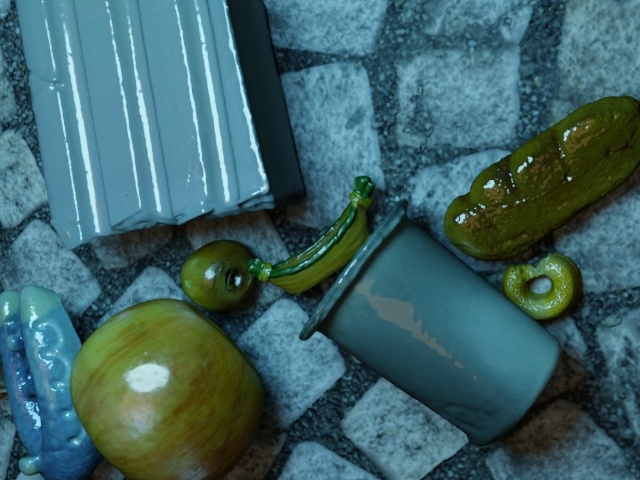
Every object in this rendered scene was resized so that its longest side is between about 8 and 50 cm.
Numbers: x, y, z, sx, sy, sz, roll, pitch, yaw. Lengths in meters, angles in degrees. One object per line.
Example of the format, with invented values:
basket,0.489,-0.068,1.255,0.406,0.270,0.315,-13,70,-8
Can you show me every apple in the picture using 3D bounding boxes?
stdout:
apple,-0.219,0.219,1.182,0.233,0.286,0.286,-39,82,-7
apple,-0.157,0.050,1.231,0.102,0.099,0.114,12,69,50

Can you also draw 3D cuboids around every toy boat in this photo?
toy boat,-0.452,0.236,1.287,0.215,0.123,0.329,-8,99,50
toy boat,0.000,0.000,1.184,0.230,0.089,0.088,-36,104,10

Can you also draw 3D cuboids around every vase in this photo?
vase,0.153,0.120,1.089,0.291,0.245,0.245,37,105,3

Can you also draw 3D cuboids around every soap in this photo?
soap,-0.230,-0.230,1.177,0.351,0.213,0.434,-11,91,21

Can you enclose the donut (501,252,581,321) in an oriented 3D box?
donut,0.305,0.068,1.118,0.108,0.043,0.097,-23,87,23

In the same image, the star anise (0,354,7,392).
star anise,-0.666,0.217,1.416,0.258,0.110,0.198,-23,103,25

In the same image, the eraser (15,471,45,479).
eraser,-0.471,0.424,1.352,0.104,0.150,0.023,7,134,17

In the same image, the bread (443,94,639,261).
bread,0.316,-0.095,1.079,0.344,0.084,0.124,-38,105,17
